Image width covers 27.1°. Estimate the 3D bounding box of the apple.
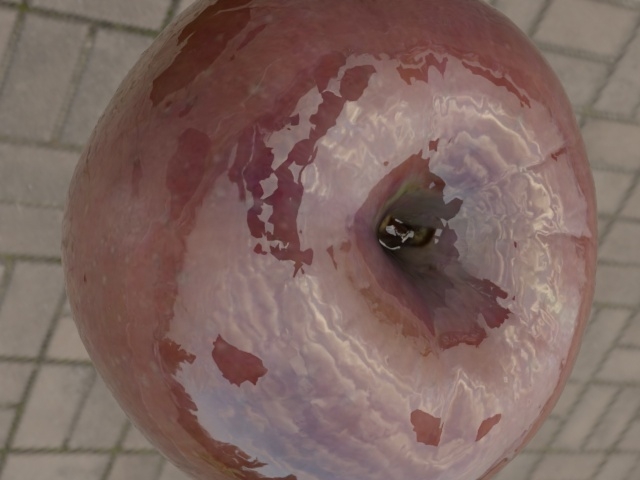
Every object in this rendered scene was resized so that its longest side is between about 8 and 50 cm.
[{"bbox_3d":[0.000,0.000,0.707,0.306,0.235,0.306,5,81,-32],"label":"apple"}]
